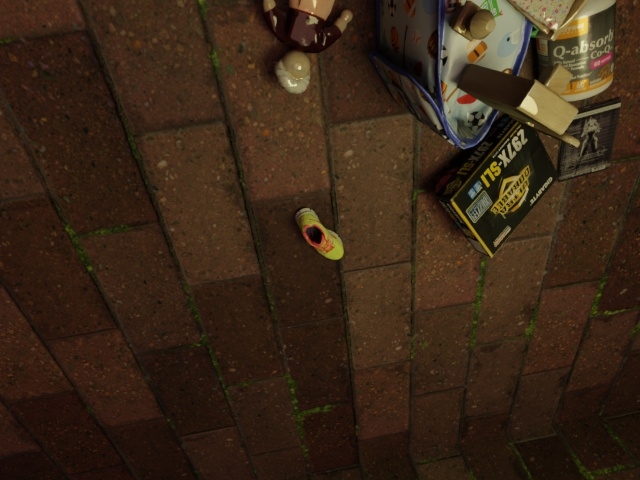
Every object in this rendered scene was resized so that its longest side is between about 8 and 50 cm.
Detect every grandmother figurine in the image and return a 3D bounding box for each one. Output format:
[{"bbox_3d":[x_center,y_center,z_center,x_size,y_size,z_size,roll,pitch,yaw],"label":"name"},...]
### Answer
[{"bbox_3d":[-0.032,-0.501,0.905,0.207,0.104,0.342,13,117,-7],"label":"grandmother figurine"}]

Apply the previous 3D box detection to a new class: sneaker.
[{"bbox_3d":[0.000,0.000,1.229,0.081,0.094,0.208,-38,122,13],"label":"sneaker"}]

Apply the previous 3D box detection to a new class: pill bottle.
[{"bbox_3d":[0.604,-0.492,0.977,0.162,0.162,0.278,-23,123,5],"label":"pill bottle"}]

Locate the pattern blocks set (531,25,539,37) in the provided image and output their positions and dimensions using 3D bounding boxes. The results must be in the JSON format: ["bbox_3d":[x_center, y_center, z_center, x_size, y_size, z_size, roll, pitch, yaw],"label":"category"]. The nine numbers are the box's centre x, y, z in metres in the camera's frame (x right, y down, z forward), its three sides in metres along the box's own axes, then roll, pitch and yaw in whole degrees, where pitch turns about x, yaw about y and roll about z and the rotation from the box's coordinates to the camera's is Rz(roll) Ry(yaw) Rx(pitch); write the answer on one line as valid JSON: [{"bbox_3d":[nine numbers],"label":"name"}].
[{"bbox_3d":[0.452,-0.601,0.870,0.285,0.026,0.325,2,101,24],"label":"pattern blocks set"}]

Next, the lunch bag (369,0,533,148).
[{"bbox_3d":[0.250,-0.422,0.862,0.238,0.328,0.385,-11,126,-8],"label":"lunch bag"}]

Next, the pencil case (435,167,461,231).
[{"bbox_3d":[0.423,-0.115,1.233,0.098,0.095,0.209,-27,122,26],"label":"pencil case"}]

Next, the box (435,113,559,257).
[{"bbox_3d":[0.508,-0.154,1.166,0.322,0.079,0.257,-48,118,-4],"label":"box"}]

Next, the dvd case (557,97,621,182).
[{"bbox_3d":[0.794,-0.293,1.222,0.164,0.018,0.221,-15,124,2],"label":"dvd case"}]

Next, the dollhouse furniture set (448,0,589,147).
[{"bbox_3d":[0.407,-0.367,0.650,0.303,0.174,0.356,16,115,-29],"label":"dollhouse furniture set"}]
